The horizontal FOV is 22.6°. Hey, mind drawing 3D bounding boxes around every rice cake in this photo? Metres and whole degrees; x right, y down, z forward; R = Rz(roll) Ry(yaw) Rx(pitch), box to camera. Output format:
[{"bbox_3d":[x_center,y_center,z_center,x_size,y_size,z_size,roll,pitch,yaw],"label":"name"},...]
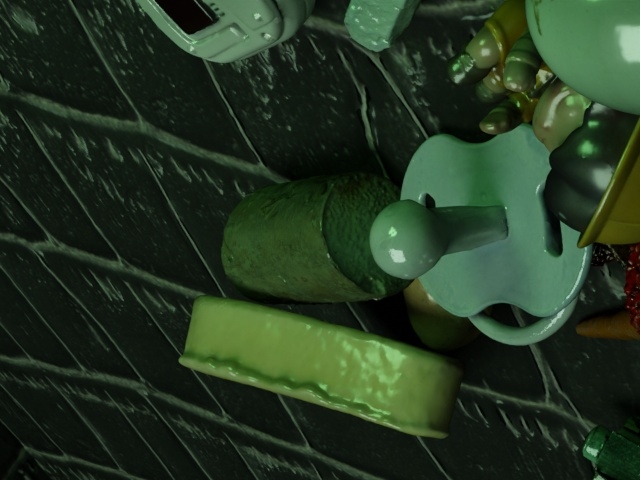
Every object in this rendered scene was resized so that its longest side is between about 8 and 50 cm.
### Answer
[{"bbox_3d":[0.075,-0.255,1.532,0.063,0.069,0.206,36,155,4],"label":"rice cake"}]

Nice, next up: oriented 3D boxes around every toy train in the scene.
[{"bbox_3d":[0.465,0.310,1.950,0.307,0.126,0.189,27,-176,19],"label":"toy train"}]

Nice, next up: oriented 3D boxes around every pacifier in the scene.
[{"bbox_3d":[0.146,0.001,1.675,0.287,0.226,0.238,3,98,55],"label":"pacifier"}]

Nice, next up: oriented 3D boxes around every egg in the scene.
[{"bbox_3d":[0.285,-0.187,1.252,0.264,0.183,0.183,6,141,38],"label":"egg"}]

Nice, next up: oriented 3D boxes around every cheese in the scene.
[{"bbox_3d":[0.000,0.153,2.024,0.384,0.104,0.384,15,177,1],"label":"cheese"}]

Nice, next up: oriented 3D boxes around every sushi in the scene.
[{"bbox_3d":[0.288,0.003,1.712,0.099,0.047,0.050,9,140,41],"label":"sushi"}]

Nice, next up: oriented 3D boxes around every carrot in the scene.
[{"bbox_3d":[0.344,0.092,1.799,0.048,0.048,0.216,43,159,-11],"label":"carrot"}]

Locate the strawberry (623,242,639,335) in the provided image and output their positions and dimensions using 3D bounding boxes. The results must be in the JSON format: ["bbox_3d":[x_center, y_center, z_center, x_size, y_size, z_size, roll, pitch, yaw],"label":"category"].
[{"bbox_3d":[0.368,0.048,1.552,0.187,0.184,0.201,48,162,-13],"label":"strawberry"}]

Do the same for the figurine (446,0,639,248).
[{"bbox_3d":[0.244,-0.115,1.451,0.257,0.167,0.192,53,172,19],"label":"figurine"}]

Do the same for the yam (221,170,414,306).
[{"bbox_3d":[0.000,0.000,1.933,0.161,0.161,0.268,47,157,-19],"label":"yam"}]

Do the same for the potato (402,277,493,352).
[{"bbox_3d":[0.151,0.068,1.930,0.112,0.112,0.147,14,140,39],"label":"potato"}]

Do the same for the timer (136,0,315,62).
[{"bbox_3d":[-0.137,-0.300,1.698,0.262,0.087,0.237,46,153,-17],"label":"timer"}]
